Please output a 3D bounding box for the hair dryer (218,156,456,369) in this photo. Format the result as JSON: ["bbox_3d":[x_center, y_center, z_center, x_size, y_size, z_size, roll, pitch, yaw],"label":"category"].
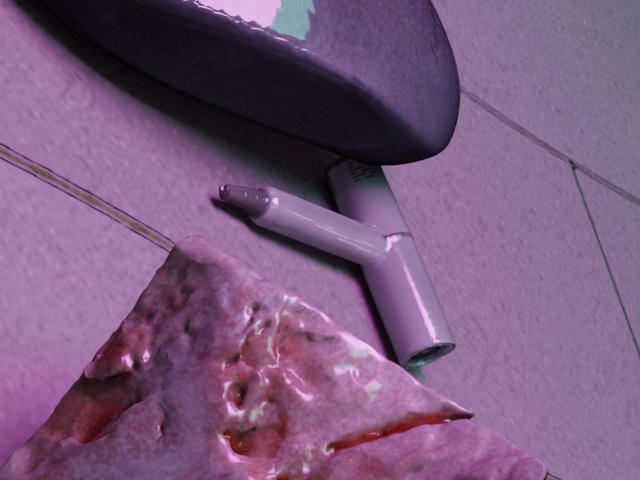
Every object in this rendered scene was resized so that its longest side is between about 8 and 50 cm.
[{"bbox_3d":[0.002,0.007,1.004,0.183,0.044,0.154,6,54,-50],"label":"hair dryer"}]

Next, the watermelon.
[{"bbox_3d":[-0.020,0.135,0.662,0.193,0.231,0.310,31,38,24],"label":"watermelon"}]

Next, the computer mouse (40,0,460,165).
[{"bbox_3d":[-0.040,-0.172,0.989,0.374,0.114,0.203,22,44,-34],"label":"computer mouse"}]
